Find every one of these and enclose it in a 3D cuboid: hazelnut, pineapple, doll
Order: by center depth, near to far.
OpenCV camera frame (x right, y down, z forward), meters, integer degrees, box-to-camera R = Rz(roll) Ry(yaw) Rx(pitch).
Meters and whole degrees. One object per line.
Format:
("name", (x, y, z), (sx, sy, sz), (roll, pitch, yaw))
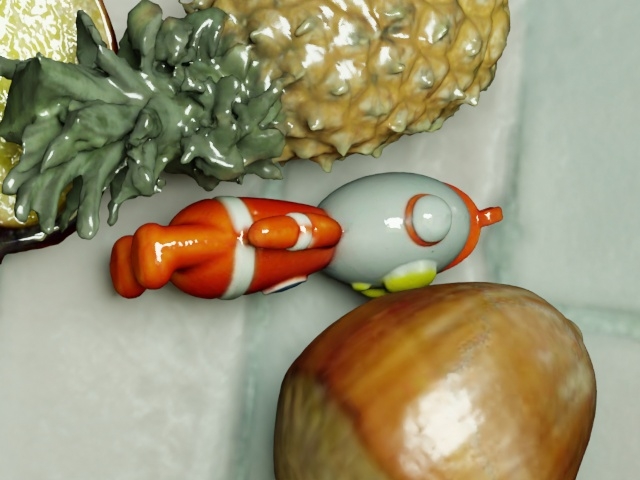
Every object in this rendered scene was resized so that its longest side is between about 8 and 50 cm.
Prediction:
("pineapple", (-0.049, -0.087, 0.900), (0.340, 0.169, 0.169), (-32, 95, -33))
("hazelnut", (0.069, 0.111, 0.931), (0.214, 0.214, 0.176), (-38, 86, -15))
("doll", (0.000, 0.000, 0.958), (0.245, 0.142, 0.076), (-4, 85, -22))

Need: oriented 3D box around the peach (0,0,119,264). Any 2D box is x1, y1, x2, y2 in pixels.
("peach", (-0.222, -0.121, 0.937), (0.189, 0.068, 0.279), (-17, 92, -14))
